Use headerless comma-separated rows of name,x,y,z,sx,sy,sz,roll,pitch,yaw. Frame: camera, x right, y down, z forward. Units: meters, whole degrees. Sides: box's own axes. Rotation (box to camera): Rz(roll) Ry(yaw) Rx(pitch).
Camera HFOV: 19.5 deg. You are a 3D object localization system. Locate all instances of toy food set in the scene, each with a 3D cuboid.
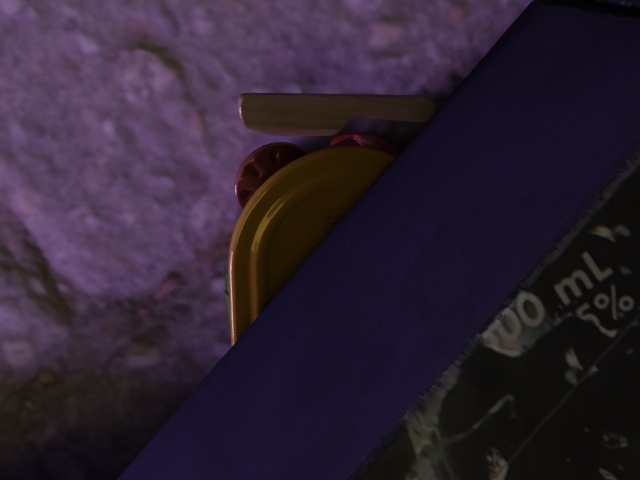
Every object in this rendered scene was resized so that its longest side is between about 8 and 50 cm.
toy food set,0.000,0.000,1.080,0.128,0.071,0.218,-8,117,-18

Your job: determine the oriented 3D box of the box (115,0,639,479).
box,0.161,0.208,0.958,0.472,0.297,0.480,41,90,-14
